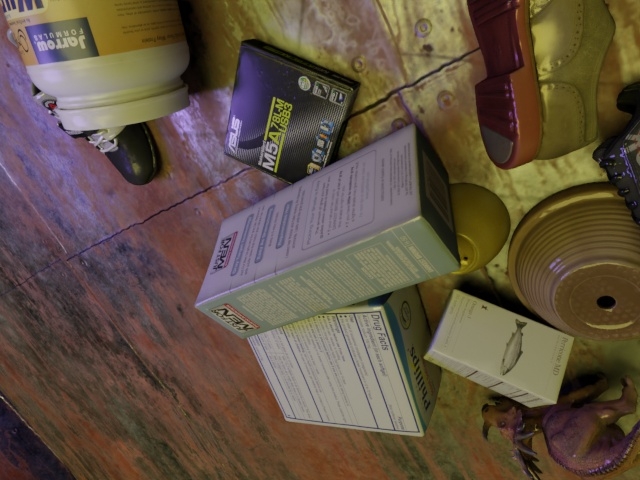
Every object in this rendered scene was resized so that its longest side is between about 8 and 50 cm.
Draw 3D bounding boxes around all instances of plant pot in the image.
[{"bbox_3d":[0.370,0.052,0.598,0.238,0.109,0.237,13,123,21],"label":"plant pot"},{"bbox_3d":[0.201,-0.003,0.658,0.134,0.095,0.134,12,123,20],"label":"plant pot"}]

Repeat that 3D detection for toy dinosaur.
[{"bbox_3d":[0.376,0.297,0.672,0.201,0.295,0.127,-24,79,-4],"label":"toy dinosaur"}]

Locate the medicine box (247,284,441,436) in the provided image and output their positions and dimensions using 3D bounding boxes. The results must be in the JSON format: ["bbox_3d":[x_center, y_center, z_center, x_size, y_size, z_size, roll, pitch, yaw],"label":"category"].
[{"bbox_3d":[0.039,0.191,0.821,0.290,0.149,0.263,-7,114,29],"label":"medicine box"}]

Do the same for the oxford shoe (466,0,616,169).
[{"bbox_3d":[0.244,-0.260,0.499,0.130,0.123,0.347,-10,111,-3],"label":"oxford shoe"}]

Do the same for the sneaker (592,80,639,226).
[{"bbox_3d":[0.375,-0.057,0.498,0.135,0.098,0.275,3,90,36],"label":"sneaker"}]

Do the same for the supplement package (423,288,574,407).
[{"bbox_3d":[0.266,0.166,0.696,0.180,0.105,0.105,22,161,14],"label":"supplement package"}]

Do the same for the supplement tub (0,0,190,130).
[{"bbox_3d":[-0.320,-0.335,0.643,0.229,0.228,0.315,5,120,25],"label":"supplement tub"}]

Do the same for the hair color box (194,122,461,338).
[{"bbox_3d":[0.000,0.000,0.672,0.375,0.185,0.113,-22,130,29],"label":"hair color box"}]

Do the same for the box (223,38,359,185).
[{"bbox_3d":[-0.053,-0.187,0.710,0.184,0.045,0.190,25,127,7],"label":"box"}]

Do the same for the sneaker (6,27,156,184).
[{"bbox_3d":[-0.429,-0.232,0.814,0.123,0.146,0.330,-15,111,31],"label":"sneaker"}]
